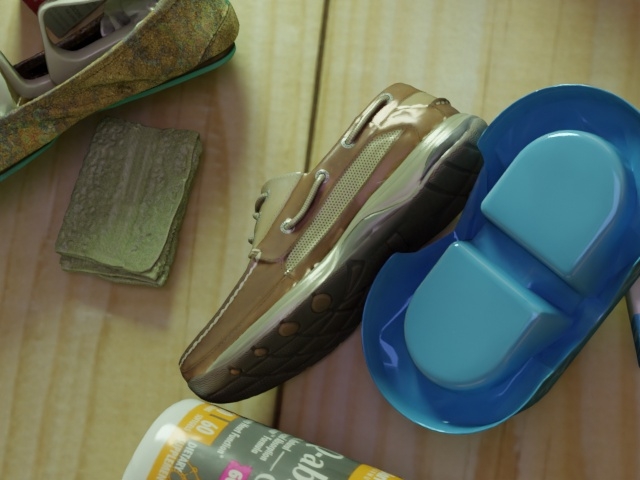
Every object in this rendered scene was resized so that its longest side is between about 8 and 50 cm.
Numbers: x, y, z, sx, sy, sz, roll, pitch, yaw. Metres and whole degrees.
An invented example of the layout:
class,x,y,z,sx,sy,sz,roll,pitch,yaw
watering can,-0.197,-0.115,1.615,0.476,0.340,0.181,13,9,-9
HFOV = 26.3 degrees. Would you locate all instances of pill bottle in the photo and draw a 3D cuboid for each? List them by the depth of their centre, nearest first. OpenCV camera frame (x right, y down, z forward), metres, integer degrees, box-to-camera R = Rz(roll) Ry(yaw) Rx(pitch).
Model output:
class,x,y,z,sx,sy,sz,roll,pitch,yaw
pill bottle,-0.011,0.239,1.050,0.278,0.162,0.162,19,80,14

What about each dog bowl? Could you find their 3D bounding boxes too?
class,x,y,z,sx,sy,sz,roll,pitch,yaw
dog bowl,0.162,0.020,1.084,0.166,0.074,0.297,41,102,29

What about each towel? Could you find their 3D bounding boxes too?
class,x,y,z,sx,sy,sz,roll,pitch,yaw
towel,-0.169,-0.035,1.216,0.110,0.027,0.148,12,79,13

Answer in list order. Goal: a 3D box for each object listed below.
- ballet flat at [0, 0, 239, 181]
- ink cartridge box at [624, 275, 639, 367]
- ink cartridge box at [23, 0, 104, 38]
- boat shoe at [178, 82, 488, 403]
class,x,y,z,sx,sy,sz,roll,pitch,yaw
ballet flat,-0.242,-0.145,1.204,0.348,0.123,0.123,-27,73,0
ink cartridge box,0.293,0.003,1.107,0.104,0.061,0.181,-11,74,7
ink cartridge box,-0.208,-0.282,1.231,0.175,0.127,0.072,-40,74,-1
boat shoe,0.000,0.000,1.139,0.324,0.123,0.116,-44,65,-8
